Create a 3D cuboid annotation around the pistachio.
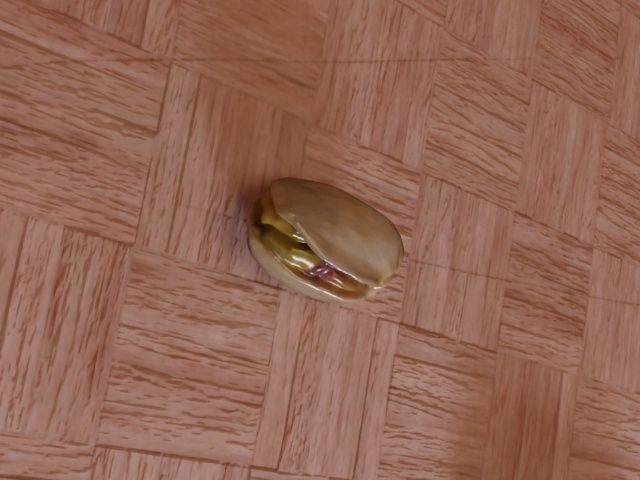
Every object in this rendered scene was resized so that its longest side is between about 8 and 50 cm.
[{"bbox_3d":[0.000,0.000,1.188,0.200,0.117,0.145,19,37,-33],"label":"pistachio"}]
